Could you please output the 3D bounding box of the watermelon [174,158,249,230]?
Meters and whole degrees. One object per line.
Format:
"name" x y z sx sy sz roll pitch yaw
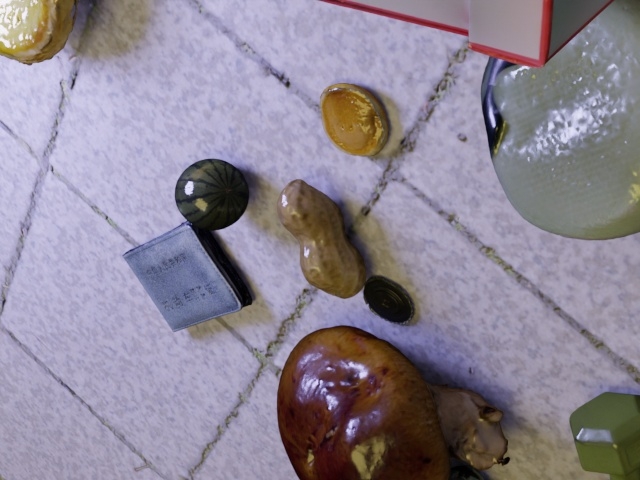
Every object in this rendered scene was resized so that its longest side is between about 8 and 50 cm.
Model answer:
"watermelon" -0.163 -0.067 1.796 0.133 0.105 0.105 9 129 64

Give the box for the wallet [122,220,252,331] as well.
"wallet" -0.216 0.059 1.978 0.222 0.036 0.167 -21 105 47

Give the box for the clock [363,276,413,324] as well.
"clock" 0.097 0.087 1.757 0.083 0.010 0.074 29 134 21

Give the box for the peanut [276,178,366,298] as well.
"peanut" -0.001 0.001 1.717 0.089 0.089 0.193 -11 112 44

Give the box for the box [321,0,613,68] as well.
"box" 0.152 -0.387 1.131 0.300 0.312 0.314 20 132 28

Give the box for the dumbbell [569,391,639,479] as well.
"dumbbell" 0.410 0.343 1.614 0.108 0.121 0.302 33 145 61

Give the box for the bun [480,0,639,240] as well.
"bun" 0.309 -0.143 1.299 0.283 0.179 0.283 20 117 47

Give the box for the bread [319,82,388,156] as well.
"bread" 0.042 -0.157 1.610 0.110 0.024 0.110 22 132 27

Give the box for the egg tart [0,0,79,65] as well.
"egg tart" -0.444 -0.403 1.764 0.315 0.120 0.315 24 134 27

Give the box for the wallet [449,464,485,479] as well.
"wallet" 0.187 0.443 1.901 0.250 0.075 0.176 -28 104 47

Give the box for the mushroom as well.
"mushroom" 0.096 0.280 1.779 0.345 0.259 0.345 51 151 44
